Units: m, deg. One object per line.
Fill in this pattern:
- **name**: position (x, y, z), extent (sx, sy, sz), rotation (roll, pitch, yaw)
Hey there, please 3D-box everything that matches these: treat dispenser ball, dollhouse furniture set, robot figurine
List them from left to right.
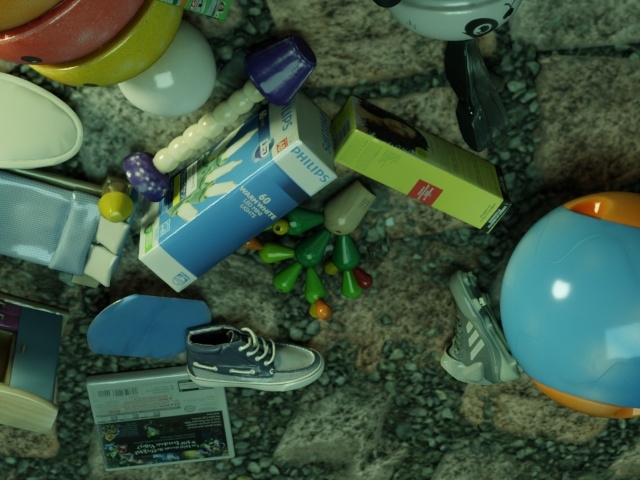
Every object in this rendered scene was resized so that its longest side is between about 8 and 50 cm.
- **dollhouse furniture set**: position (-0.401, 0.043, 1.965), extent (0.286, 0.198, 0.303), rotation (16, 123, -16)
- **robot figurine**: position (0.145, -0.353, 1.727), extent (0.209, 0.173, 0.278), rotation (-6, 126, 0)
- **treat dispenser ball**: position (0.372, 0.081, 1.996), extent (0.288, 0.288, 0.288), rotation (-2, 127, -3)

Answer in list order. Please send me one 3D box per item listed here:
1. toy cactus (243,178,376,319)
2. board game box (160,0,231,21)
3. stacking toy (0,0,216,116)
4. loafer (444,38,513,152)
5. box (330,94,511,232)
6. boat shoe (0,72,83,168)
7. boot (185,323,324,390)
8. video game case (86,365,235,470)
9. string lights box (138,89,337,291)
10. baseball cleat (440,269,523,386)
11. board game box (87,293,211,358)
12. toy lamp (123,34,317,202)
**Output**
- **toy cactus**: position (0.000, 0.000, 2.028), extent (0.219, 0.112, 0.180), rotation (36, 102, -26)
- **board game box**: position (-0.110, -0.392, 1.600), extent (0.046, 0.213, 0.317), rotation (24, 98, 22)
- **stacking toy**: position (-0.258, -0.280, 1.713), extent (0.351, 0.350, 0.480), rotation (-30, 139, 17)
- **loafer**: position (0.195, -0.191, 1.931), extent (0.061, 0.062, 0.170), rotation (-26, 131, -13)
- **box**: position (0.125, -0.094, 1.973), extent (0.232, 0.087, 0.058), rotation (24, 121, -22)
- **boat shoe**: position (-0.451, -0.142, 1.908), extent (0.319, 0.116, 0.099), rotation (5, 169, -16)
- **boot**: position (-0.090, 0.156, 2.145), extent (0.190, 0.069, 0.086), rotation (-4, 140, -1)
- **video game case**: position (-0.225, 0.252, 2.243), extent (0.190, 0.022, 0.173), rotation (-6, 126, -1)
- **string lights box**: position (-0.103, -0.063, 1.948), extent (0.260, 0.133, 0.077), rotation (-36, 120, 20)
- **baseball cleat**: position (0.200, 0.131, 2.156), extent (0.109, 0.072, 0.206), rotation (-21, 122, 19)
- **board game box**: position (-0.232, 0.105, 2.120), extent (0.169, 0.033, 0.133), rotation (7, 137, -31)
- **toy lamp**: position (-0.121, -0.152, 1.917), extent (0.275, 0.080, 0.080), rotation (-35, 121, 20)
